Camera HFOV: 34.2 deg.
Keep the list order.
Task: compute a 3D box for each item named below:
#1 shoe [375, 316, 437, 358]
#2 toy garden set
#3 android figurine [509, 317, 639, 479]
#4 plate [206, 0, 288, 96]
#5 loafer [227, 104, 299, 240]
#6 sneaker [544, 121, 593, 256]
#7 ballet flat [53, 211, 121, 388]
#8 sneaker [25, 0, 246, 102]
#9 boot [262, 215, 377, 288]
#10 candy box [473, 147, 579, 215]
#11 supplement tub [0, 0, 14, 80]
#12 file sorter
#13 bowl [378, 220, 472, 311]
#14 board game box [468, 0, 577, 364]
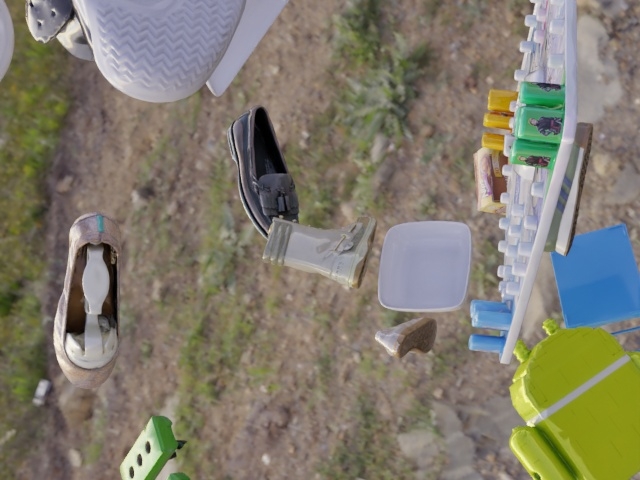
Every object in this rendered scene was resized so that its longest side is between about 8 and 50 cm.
[{"bbox_3d":[0.175,0.187,2.060,0.058,0.219,0.076,14,97,26],"label":"shoe"},{"bbox_3d":[-0.155,0.338,1.082,0.204,0.049,0.244,-56,47,40],"label":"toy garden set"},{"bbox_3d":[0.351,0.224,1.333,0.273,0.248,0.056,53,151,14],"label":"android figurine"},{"bbox_3d":[-0.149,-0.404,1.552,0.045,0.277,0.278,12,56,28],"label":"plate"},{"bbox_3d":[-0.097,-0.120,1.874,0.084,0.096,0.267,-43,61,45],"label":"loafer"},{"bbox_3d":[0.329,-0.078,1.482,0.086,0.064,0.192,12,98,20],"label":"sneaker"},{"bbox_3d":[-0.363,0.113,1.636,0.106,0.108,0.316,-130,40,-61],"label":"ballet flat"},{"bbox_3d":[-0.119,-0.150,0.635,0.153,0.101,0.268,118,147,-45],"label":"sneaker"},{"bbox_3d":[0.000,0.000,1.641,0.213,0.165,0.077,-67,-11,-67],"label":"boot"},{"bbox_3d":[0.361,-0.097,1.821,0.053,0.187,0.109,145,128,-60],"label":"candy box"},{"bbox_3d":[-0.708,-0.357,1.809,0.325,0.235,0.235,11,77,45],"label":"supplement tub"},{"bbox_3d":[0.424,0.082,1.565,0.118,0.104,0.170,-15,46,15],"label":"file sorter"},{"bbox_3d":[0.162,0.044,1.560,0.142,0.053,0.142,-1,69,24],"label":"bowl"},{"bbox_3d":[0.216,-0.128,1.134,0.050,0.390,0.390,7,52,5],"label":"board game box"}]
